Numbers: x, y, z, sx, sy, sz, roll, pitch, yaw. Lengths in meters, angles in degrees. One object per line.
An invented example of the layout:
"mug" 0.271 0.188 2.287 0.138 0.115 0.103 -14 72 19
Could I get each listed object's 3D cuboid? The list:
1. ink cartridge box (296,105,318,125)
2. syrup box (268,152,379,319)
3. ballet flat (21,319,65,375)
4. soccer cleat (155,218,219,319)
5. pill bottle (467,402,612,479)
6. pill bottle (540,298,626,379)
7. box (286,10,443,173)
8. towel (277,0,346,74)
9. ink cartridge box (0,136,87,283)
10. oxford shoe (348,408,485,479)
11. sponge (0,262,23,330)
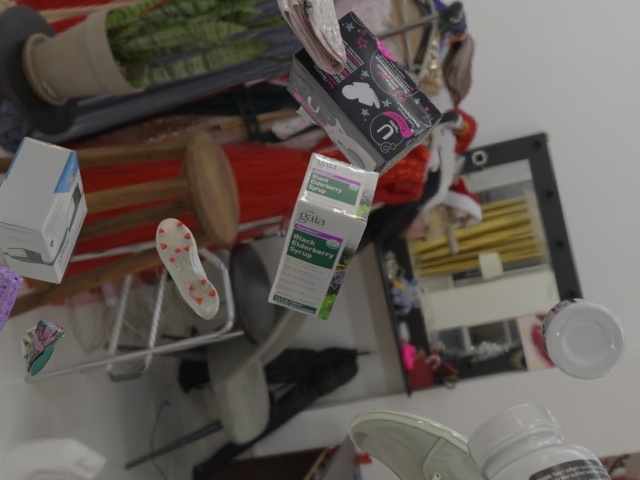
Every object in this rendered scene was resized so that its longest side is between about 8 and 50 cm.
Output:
"ink cartridge box" 0.017 -0.316 1.904 0.060 0.104 0.180 -62 -164 -5
"syrup box" 0.000 0.000 1.099 0.237 0.093 0.096 109 -2 -51
"ballet flat" -0.670 0.245 1.896 0.079 0.221 0.077 45 46 0
"soccer cleat" -0.233 0.051 1.380 0.196 0.068 0.076 60 -21 23
"pill bottle" 0.314 0.377 1.031 0.176 0.176 0.318 64 2 -50
"pill bottle" 0.397 0.146 1.224 0.186 0.112 0.112 4 75 -78
"box" 0.070 -0.248 1.429 0.247 0.142 0.163 50 -13 4
"towel" -0.036 -0.440 1.169 0.317 0.053 0.332 16 62 -79
"ink cartridge box" -0.661 -0.062 1.897 0.307 0.129 0.223 112 -8 -63
"oxford shoe" 0.244 0.448 1.438 0.130 0.449 0.169 -50 160 -38
"sponge" -0.655 0.068 1.484 0.117 0.210 0.031 -62 165 15
